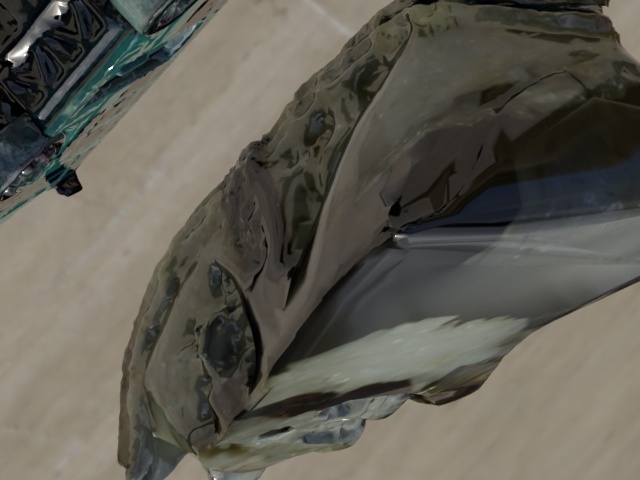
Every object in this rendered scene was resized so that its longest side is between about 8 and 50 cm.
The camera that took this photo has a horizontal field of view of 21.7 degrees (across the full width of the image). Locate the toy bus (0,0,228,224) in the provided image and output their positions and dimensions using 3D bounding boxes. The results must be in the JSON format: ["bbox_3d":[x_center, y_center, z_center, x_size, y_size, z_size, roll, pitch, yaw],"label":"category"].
[{"bbox_3d":[-0.074,-0.072,0.465,0.160,0.079,0.092,-43,179,33],"label":"toy bus"}]

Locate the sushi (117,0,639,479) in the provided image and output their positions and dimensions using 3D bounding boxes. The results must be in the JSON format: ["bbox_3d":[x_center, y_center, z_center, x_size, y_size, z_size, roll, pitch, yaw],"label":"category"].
[{"bbox_3d":[0.011,0.004,0.603,0.134,0.109,0.273,-3,155,-30],"label":"sushi"}]
